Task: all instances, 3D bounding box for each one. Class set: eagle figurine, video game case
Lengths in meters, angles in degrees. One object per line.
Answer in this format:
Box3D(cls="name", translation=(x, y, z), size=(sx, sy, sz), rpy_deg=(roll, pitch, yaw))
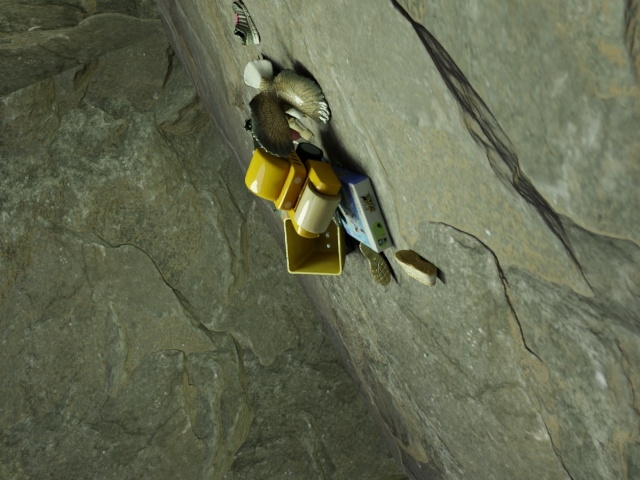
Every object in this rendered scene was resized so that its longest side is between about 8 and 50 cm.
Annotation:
Box3D(cls="eagle figurine", translation=(-0.119, -0.437, 1.572), size=(0.298, 0.224, 0.227), rpy_deg=(-116, 26, -49))
Box3D(cls="video game case", translation=(0.116, -0.109, 1.617), size=(0.269, 0.061, 0.245), rpy_deg=(36, 151, 64))

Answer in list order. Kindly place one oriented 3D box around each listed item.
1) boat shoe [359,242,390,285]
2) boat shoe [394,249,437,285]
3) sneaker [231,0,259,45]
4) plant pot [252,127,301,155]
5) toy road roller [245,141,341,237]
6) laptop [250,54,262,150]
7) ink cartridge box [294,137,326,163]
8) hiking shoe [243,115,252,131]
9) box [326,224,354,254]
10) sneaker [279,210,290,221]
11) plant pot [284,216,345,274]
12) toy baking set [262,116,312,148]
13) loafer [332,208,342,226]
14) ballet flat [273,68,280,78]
Box3D(cls="boat shoe", translation=(0.198, 0.072, 1.704), size=(0.178, 0.064, 0.060), rpy_deg=(63, -162, 0))
Box3D(cls="boat shoe", translation=(0.269, 0.080, 1.397), size=(0.170, 0.062, 0.059), rpy_deg=(42, 151, 56))
Box3D(cls="sneaker", translation=(-0.286, -0.777, 1.759), size=(0.171, 0.074, 0.063), rpy_deg=(63, 168, -3))
Box3D(cls="plant pot", translation=(-0.165, -0.342, 1.973), size=(0.201, 0.180, 0.201), rpy_deg=(56, 167, 21))
Box3D(cls="toy road roller", translation=(-0.100, -0.179, 1.585), size=(0.203, 0.240, 0.330), rpy_deg=(-65, 35, 31))
Box3D(cls="laptop", translation=(-0.237, -0.511, 1.845), size=(0.136, 0.264, 0.234), rpy_deg=(24, -149, -30))
Box3D(cls="ink cartridge box", translation=(-0.062, -0.301, 1.821), size=(0.180, 0.104, 0.060), rpy_deg=(52, 167, 41))
Box3D(cls="hiking shoe", translation=(-0.313, -0.553, 2.269), size=(0.086, 0.114, 0.227), rpy_deg=(65, 167, -14))
Box3D(cls="box", translation=(0.054, -0.020, 2.069), size=(0.184, 0.059, 0.232), rpy_deg=(61, 168, -1))
Box3D(cls="sneaker", translation=(-0.150, -0.120, 2.601), size=(0.121, 0.108, 0.302), rpy_deg=(90, 158, -67))
Box3D(cls="plant pot", translation=(0.000, 0.000, 1.871), size=(0.187, 0.212, 0.213), rpy_deg=(-37, -54, -67))
Box3D(cls="toy baking set", translation=(-0.136, -0.369, 1.833), size=(0.030, 0.256, 0.197), rpy_deg=(30, -141, -50))
Box3D(cls="loafer", translation=(0.023, -0.111, 1.716), size=(0.170, 0.061, 0.062), rpy_deg=(61, 172, 27))
Box3D(cls="ballet flat", translation=(-0.144, -0.535, 1.768), size=(0.173, 0.049, 0.057), rpy_deg=(63, 168, -7))
